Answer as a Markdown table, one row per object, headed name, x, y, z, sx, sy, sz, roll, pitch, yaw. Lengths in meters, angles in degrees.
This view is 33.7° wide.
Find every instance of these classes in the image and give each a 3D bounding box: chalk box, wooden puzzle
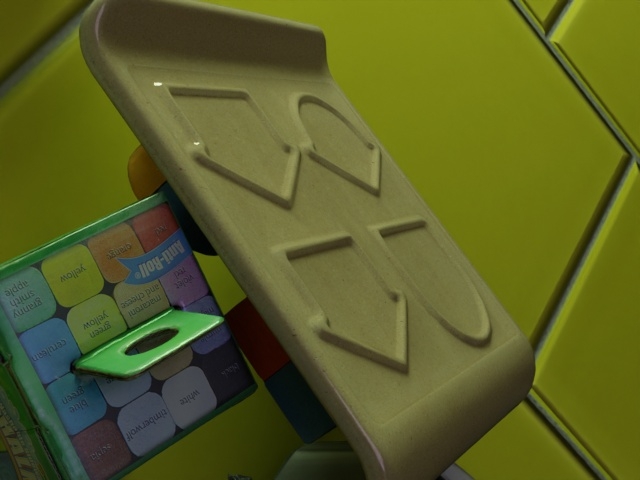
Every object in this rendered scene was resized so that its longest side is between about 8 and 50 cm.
| name | x | y | z | sx | sy | sz | roll | pitch | yaw |
| --- | --- | --- | --- | --- | --- | --- | --- | --- | --- |
| chalk box | -0.139 | 0.063 | 0.609 | 0.132 | 0.213 | 0.132 | -29 | 96 | -39 |
| wooden puzzle | 0.000 | 0.000 | 0.737 | 0.348 | 0.080 | 0.322 | 59 | 25 | 9 |

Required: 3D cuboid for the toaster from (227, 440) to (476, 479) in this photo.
| name | x | y | z | sx | sy | sz | roll | pitch | yaw |
| --- | --- | --- | --- | --- | --- | --- | --- | --- | --- |
| toaster | 0.052 | 0.224 | 0.754 | 0.227 | 0.146 | 0.129 | 47 | 54 | -17 |
